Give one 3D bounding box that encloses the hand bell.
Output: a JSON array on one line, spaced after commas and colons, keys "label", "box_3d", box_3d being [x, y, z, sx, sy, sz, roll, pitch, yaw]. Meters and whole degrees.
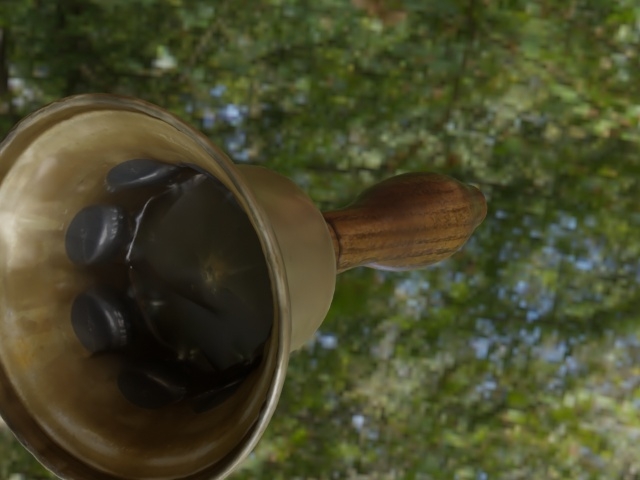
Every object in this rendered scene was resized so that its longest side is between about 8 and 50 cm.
[{"label": "hand bell", "box_3d": [0.000, 0.000, 0.558, 0.126, 0.126, 0.242, 16, -163, 29]}]
